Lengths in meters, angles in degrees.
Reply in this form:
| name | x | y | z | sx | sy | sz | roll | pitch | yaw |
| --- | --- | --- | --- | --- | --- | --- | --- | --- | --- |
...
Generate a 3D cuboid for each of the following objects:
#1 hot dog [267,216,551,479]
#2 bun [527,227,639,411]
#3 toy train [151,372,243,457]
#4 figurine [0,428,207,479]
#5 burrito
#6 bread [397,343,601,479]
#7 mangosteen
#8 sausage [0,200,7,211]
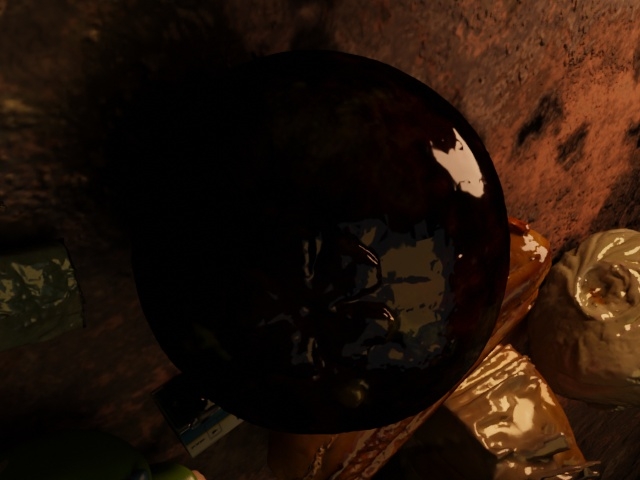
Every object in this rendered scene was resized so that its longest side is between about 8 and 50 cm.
| name | x | y | z | sx | sy | sz | roll | pitch | yaw |
| --- | --- | --- | --- | --- | --- | --- | --- | --- | --- |
| hot dog | 0.081 | 0.108 | 0.643 | 0.349 | 0.117 | 0.158 | -45 | 157 | -6 |
| bun | 0.371 | 0.103 | 0.859 | 0.153 | 0.244 | 0.244 | 33 | 94 | -40 |
| toy train | -0.031 | 0.093 | 0.577 | 0.234 | 0.052 | 0.051 | -33 | 140 | -22 |
| figurine | -0.170 | 0.222 | 0.484 | 0.162 | 0.143 | 0.263 | -45 | 157 | 1 |
| burrito | -0.198 | 0.040 | 0.384 | 0.118 | 0.044 | 0.074 | -17 | 133 | -40 |
| bread | 0.217 | 0.295 | 0.801 | 0.183 | 0.236 | 0.389 | -29 | 128 | -24 |
| mangosteen | 0.000 | 0.000 | 0.443 | 0.231 | 0.231 | 0.289 | -55 | -179 | 4 |
| sausage | -0.237 | -0.079 | 0.263 | 0.033 | 0.033 | 0.269 | -49 | 140 | -4 |
